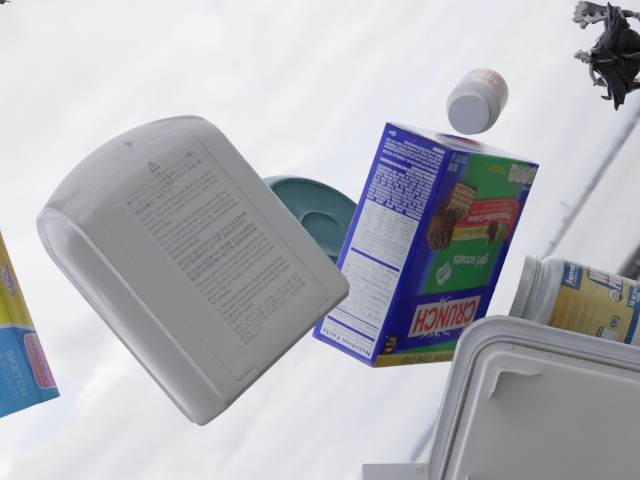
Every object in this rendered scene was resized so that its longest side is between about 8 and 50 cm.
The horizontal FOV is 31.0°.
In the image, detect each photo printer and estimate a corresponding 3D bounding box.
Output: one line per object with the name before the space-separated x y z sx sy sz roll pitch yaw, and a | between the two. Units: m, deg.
photo printer | -0.145 0.015 1.282 0.256 0.307 0.107 -42 2 -41

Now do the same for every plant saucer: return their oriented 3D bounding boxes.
plant saucer | 0.000 0.000 1.965 0.043 0.318 0.317 -52 -5 38

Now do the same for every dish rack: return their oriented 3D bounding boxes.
dish rack | 0.308 0.258 1.408 0.072 0.333 0.285 -80 3 -76

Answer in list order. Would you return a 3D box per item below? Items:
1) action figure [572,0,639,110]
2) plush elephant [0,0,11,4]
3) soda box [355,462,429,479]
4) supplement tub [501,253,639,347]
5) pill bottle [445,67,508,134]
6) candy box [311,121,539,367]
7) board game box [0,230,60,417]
action figure | 0.460 -0.292 1.755 0.276 0.141 0.164 -21 -74 -38
plush elephant | -0.486 -0.191 1.140 0.272 0.330 0.255 172 110 -81
soda box | 0.080 0.342 1.187 0.069 0.074 0.216 101 168 -64
supplement tub | 0.382 0.107 1.726 0.144 0.200 0.144 18 -90 -87
pill bottle | 0.245 -0.216 1.817 0.086 0.086 0.152 -62 -4 26
candy box | 0.153 0.012 1.623 0.268 0.122 0.317 2 -69 -54
board game box | -0.556 0.129 1.732 0.242 0.316 0.064 -22 -3 14
